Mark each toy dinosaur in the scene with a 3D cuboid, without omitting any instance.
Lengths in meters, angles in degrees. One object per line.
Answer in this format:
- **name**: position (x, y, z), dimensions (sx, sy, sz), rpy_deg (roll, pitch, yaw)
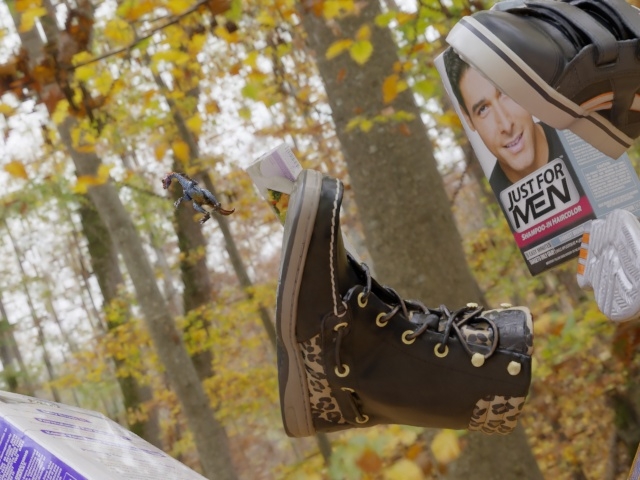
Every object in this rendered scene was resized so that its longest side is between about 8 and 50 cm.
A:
- **toy dinosaur**: position (-0.172, -0.060, 1.299), dimensions (0.047, 0.082, 0.090), rpy_deg (-48, -24, 9)

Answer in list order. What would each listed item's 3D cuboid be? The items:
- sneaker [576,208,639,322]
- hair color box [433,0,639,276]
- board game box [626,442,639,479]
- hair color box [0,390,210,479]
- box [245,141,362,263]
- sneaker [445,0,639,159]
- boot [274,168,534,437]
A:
- **sneaker**: position (0.416, 0.032, 1.137), dimensions (0.180, 0.125, 0.321), rpy_deg (9, 9, 6)
- **hair color box**: position (0.327, -0.154, 1.441), dimensions (0.113, 0.375, 0.185), rpy_deg (-18, -9, -28)
- **board game box**: position (0.404, 0.229, 0.685), dimensions (0.356, 0.356, 0.357), rpy_deg (-42, -36, -58)
- **hair color box**: position (-0.213, 0.246, 0.915), dimensions (0.338, 0.110, 0.185), rpy_deg (18, -5, 46)
- **box**: position (0.000, 0.000, 1.509), dimensions (0.063, 0.324, 0.067), rpy_deg (-30, 9, 20)
- **sneaker**: position (0.230, -0.168, 0.870), dimensions (0.127, 0.126, 0.321), rpy_deg (-51, -29, 19)
- **boot**: position (0.094, 0.089, 1.086), dimensions (0.284, 0.138, 0.378), rpy_deg (4, -53, 3)
